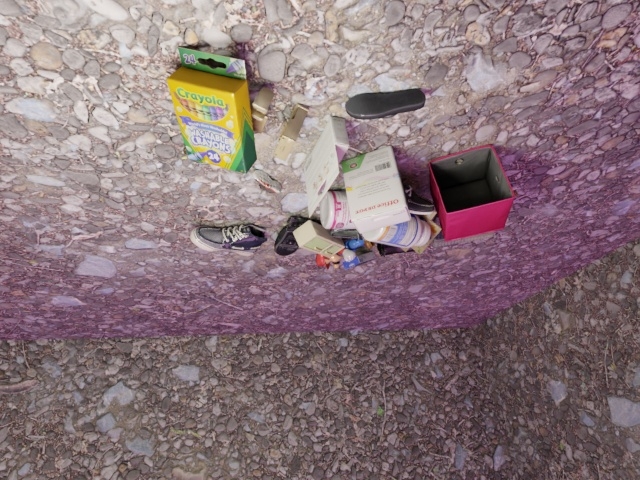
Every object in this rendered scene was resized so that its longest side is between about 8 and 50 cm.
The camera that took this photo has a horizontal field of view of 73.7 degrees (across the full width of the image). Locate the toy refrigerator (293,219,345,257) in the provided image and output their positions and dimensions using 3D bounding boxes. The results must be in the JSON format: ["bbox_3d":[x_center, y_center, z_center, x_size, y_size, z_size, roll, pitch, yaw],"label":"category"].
[{"bbox_3d":[0.000,0.000,1.978,0.102,0.094,0.270,-35,153,19],"label":"toy refrigerator"}]

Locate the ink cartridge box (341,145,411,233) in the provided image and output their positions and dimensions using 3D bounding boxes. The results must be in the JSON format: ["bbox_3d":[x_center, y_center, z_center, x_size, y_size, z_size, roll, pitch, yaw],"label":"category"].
[{"bbox_3d":[0.204,-0.187,1.589,0.202,0.277,0.117,-16,150,15],"label":"ink cartridge box"}]

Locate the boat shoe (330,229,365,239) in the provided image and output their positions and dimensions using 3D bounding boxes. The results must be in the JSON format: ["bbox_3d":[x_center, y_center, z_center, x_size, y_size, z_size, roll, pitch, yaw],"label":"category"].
[{"bbox_3d":[0.193,-0.047,1.948,0.302,0.102,0.108,5,145,13],"label":"boat shoe"}]

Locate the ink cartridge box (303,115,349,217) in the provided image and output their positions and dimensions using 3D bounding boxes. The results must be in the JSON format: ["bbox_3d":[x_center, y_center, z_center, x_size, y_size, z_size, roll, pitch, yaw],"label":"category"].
[{"bbox_3d":[0.021,-0.245,1.476,0.060,0.238,0.275,5,149,-22],"label":"ink cartridge box"}]

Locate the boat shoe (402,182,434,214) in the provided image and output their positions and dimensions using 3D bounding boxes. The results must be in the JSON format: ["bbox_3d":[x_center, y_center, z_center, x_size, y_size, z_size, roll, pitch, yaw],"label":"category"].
[{"bbox_3d":[0.312,-0.184,1.699,0.303,0.114,0.091,16,118,8],"label":"boat shoe"}]

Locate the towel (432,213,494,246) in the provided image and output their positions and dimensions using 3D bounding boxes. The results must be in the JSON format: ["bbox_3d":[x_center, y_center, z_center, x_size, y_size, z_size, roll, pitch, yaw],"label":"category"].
[{"bbox_3d":[0.739,-0.078,2.182,0.325,0.056,0.312,-9,149,7],"label":"towel"}]

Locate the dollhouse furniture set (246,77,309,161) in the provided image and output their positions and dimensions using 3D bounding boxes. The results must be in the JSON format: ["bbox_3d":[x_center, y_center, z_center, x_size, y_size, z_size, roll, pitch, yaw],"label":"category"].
[{"bbox_3d":[-0.182,-0.381,1.331,0.242,0.160,0.212,25,143,-11],"label":"dollhouse furniture set"}]

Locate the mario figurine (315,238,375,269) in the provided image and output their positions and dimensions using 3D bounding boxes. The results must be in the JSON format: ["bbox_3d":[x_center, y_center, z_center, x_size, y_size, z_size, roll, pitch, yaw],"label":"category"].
[{"bbox_3d":[0.127,0.071,2.165,0.321,0.169,0.198,-22,147,20],"label":"mario figurine"}]

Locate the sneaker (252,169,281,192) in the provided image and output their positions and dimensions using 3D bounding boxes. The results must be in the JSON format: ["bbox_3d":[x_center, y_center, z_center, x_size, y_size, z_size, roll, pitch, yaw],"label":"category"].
[{"bbox_3d":[-0.220,-0.217,1.661,0.065,0.061,0.158,-17,151,29],"label":"sneaker"}]

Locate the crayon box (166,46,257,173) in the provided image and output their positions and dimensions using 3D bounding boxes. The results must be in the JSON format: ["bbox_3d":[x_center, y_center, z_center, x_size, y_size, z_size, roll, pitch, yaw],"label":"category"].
[{"bbox_3d":[-0.302,-0.355,1.207,0.203,0.083,0.322,16,140,13],"label":"crayon box"}]

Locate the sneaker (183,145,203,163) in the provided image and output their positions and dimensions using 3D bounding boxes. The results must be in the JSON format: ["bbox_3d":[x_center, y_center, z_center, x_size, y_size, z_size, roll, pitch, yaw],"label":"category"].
[{"bbox_3d":[-0.361,-0.307,1.461,0.193,0.064,0.086,-10,159,5],"label":"sneaker"}]

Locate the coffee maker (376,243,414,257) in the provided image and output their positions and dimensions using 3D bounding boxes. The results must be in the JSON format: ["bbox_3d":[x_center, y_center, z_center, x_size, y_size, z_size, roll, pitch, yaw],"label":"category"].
[{"bbox_3d":[0.382,0.022,2.135,0.179,0.171,0.120,-8,135,-2],"label":"coffee maker"}]

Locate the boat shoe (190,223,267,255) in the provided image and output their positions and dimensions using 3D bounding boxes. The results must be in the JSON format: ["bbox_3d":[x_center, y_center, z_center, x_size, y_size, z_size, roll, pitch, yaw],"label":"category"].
[{"bbox_3d":[-0.399,-0.027,1.921,0.341,0.127,0.158,11,141,-46],"label":"boat shoe"}]

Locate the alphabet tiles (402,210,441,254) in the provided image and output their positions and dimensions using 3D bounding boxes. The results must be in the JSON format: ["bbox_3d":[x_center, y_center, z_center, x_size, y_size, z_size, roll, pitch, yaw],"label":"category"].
[{"bbox_3d":[0.375,-0.084,1.887,0.011,0.285,0.342,-42,166,-28],"label":"alphabet tiles"}]

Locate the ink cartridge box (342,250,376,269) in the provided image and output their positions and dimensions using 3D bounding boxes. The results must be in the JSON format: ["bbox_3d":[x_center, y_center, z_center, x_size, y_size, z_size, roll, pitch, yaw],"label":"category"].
[{"bbox_3d":[0.211,0.106,2.292,0.097,0.046,0.207,-27,172,32],"label":"ink cartridge box"}]

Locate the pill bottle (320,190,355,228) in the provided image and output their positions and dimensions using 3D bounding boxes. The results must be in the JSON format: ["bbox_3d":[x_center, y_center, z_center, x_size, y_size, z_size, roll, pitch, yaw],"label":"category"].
[{"bbox_3d":[0.153,-0.127,1.810,0.284,0.160,0.160,-1,151,-16],"label":"pill bottle"}]

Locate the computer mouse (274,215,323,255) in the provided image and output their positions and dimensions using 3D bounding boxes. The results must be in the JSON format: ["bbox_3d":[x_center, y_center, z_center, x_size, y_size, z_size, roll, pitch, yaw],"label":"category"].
[{"bbox_3d":[-0.129,-0.029,2.028,0.189,0.072,0.272,11,136,-34],"label":"computer mouse"}]

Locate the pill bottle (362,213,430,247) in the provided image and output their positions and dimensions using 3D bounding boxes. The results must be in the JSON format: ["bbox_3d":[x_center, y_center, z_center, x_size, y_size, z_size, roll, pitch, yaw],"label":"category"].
[{"bbox_3d":[0.309,-0.051,1.726,0.272,0.152,0.152,10,147,-33],"label":"pill bottle"}]

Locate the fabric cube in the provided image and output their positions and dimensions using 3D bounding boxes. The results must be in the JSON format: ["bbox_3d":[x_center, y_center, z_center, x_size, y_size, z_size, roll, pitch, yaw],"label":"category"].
[{"bbox_3d":[0.594,-0.183,1.720,0.255,0.258,0.258,-15,153,9],"label":"fabric cube"}]

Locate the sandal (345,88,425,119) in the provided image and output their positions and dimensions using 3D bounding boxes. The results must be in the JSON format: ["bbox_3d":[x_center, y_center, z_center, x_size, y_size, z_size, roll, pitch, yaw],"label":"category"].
[{"bbox_3d":[0.206,-0.418,1.352,0.255,0.096,0.054,-7,152,-3],"label":"sandal"}]

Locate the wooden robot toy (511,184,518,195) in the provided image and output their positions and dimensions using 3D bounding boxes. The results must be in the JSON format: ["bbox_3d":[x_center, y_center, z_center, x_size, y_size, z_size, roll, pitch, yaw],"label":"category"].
[{"bbox_3d":[0.800,-0.209,1.925,0.174,0.076,0.079,5,160,-22],"label":"wooden robot toy"}]
